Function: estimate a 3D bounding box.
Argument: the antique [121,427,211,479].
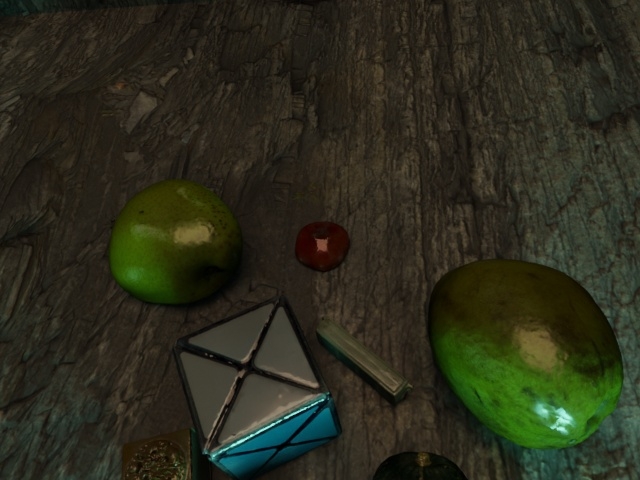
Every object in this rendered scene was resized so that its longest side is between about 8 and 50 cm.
[{"bbox_3d":[-0.305,0.472,1.025,0.151,0.148,0.147,-14,51,0],"label":"antique"}]

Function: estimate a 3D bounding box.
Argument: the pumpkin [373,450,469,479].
[{"bbox_3d":[0.188,0.469,0.949,0.190,0.190,0.146,20,87,21],"label":"pumpkin"}]

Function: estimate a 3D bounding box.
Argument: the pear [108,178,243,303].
[{"bbox_3d":[-0.347,0.000,1.326,0.318,0.239,0.342,17,57,29],"label":"pear"}]

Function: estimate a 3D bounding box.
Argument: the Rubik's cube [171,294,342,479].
[{"bbox_3d":[-0.123,0.311,1.057,0.260,0.259,0.255,-24,53,-6],"label":"Rubik's cube"}]

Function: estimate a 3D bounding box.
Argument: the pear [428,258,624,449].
[{"bbox_3d":[0.389,0.205,1.007,0.351,0.352,0.413,-22,35,-9],"label":"pear"}]

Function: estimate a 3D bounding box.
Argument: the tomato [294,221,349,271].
[{"bbox_3d":[0.000,0.000,1.382,0.155,0.069,0.156,-4,53,5],"label":"tomato"}]

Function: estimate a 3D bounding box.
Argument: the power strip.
[{"bbox_3d":[0.089,0.270,1.166,0.272,0.078,0.052,35,66,27],"label":"power strip"}]
